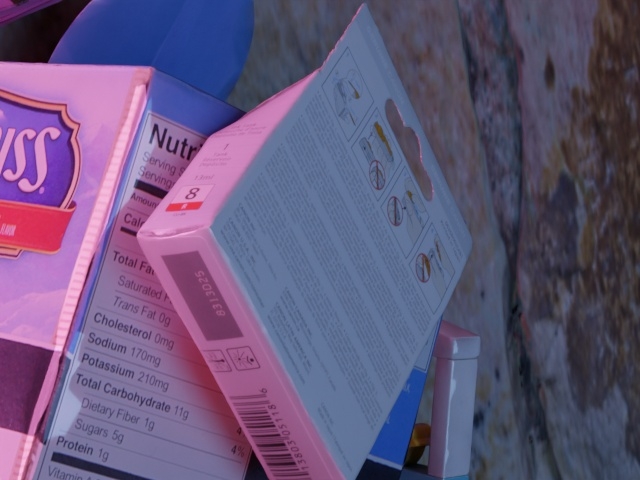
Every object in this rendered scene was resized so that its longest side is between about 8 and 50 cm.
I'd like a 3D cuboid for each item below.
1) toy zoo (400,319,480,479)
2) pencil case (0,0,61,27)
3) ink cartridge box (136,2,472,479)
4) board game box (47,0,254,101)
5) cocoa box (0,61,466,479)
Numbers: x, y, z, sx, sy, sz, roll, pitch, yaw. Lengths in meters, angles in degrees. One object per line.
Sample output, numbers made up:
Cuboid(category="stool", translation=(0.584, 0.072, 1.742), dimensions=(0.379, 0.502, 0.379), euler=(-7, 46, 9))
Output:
Cuboid(category="toy zoo", translation=(0.017, 0.150, 1.246), dimensions=(0.030, 0.192, 0.293), euler=(0, 95, -46))
Cuboid(category="pencil case", translation=(-0.175, -0.171, 1.081), dimensions=(0.209, 0.095, 0.098), euler=(-31, 86, -38))
Cuboid(category="ink cartridge box", translation=(0.000, 0.000, 0.837), dimensions=(0.145, 0.045, 0.179), euler=(63, 34, -27))
Cuboid(category="board game box", translation=(-0.118, -0.111, 1.173), dimensions=(0.168, 0.033, 0.133), euler=(2, 123, -52))
Cuboid(category="cocoa box", translation=(-0.143, 0.047, 0.959), dimensions=(0.231, 0.347, 0.228), euler=(24, 79, -43))
